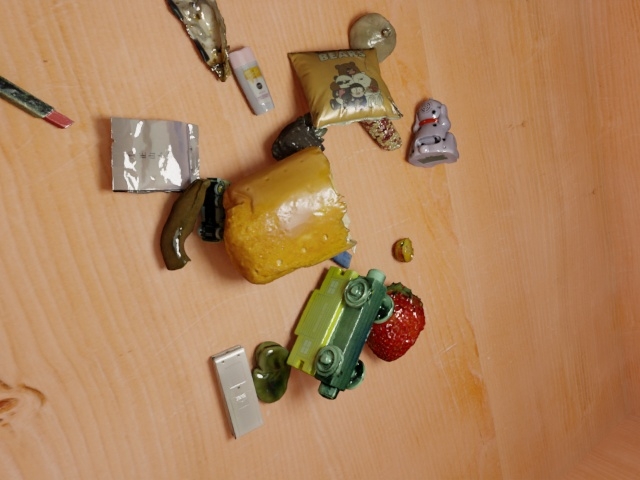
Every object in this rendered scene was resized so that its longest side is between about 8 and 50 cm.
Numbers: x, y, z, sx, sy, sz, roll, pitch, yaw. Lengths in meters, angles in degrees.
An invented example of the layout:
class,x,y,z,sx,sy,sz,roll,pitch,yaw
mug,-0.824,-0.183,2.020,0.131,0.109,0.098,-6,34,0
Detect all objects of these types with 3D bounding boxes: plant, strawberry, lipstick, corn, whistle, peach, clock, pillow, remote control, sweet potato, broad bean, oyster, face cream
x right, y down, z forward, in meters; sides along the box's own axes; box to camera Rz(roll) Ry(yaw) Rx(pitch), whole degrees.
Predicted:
class,x,y,z,sx,sy,sz,roll,pitch,yaw
plant,-0.063,-0.316,1.507,0.132,0.129,0.194,57,49,-23
strawberry,0.260,0.305,1.701,0.250,0.238,0.288,5,101,-27
lipstick,-0.758,-0.362,1.129,0.312,0.051,0.051,33,75,-31
corn,0.196,-0.433,1.682,0.290,0.098,0.098,48,70,-29
whistle,0.000,0.000,1.615,0.304,0.062,0.062,36,75,-29
peach,0.319,0.039,1.814,0.098,0.061,0.098,-3,94,-53
clock,0.430,-0.422,1.799,0.188,0.189,0.254,12,72,-32
pillow,0.080,-0.500,1.513,0.310,0.119,0.312,-11,67,-12
remote control,-0.265,0.481,1.497,0.103,0.055,0.277,-18,102,-29
sweet potato,-0.385,-0.049,1.343,0.286,0.112,0.085,-64,166,5
broad bean,-0.159,0.433,1.558,0.153,0.072,0.207,-15,112,-29
oyster,-0.344,-0.628,1.353,0.128,0.078,0.345,-25,110,-6
face cream,-0.210,-0.491,1.448,0.084,0.057,0.198,-34,111,-26

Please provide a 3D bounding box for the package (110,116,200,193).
class,x,y,z,sx,sy,sz,roll,pitch,yaw
package,-0.457,-0.232,1.309,0.250,0.062,0.204,-5,97,-40

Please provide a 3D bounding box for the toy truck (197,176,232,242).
class,x,y,z,sx,sy,sz,roll,pitch,yaw
toy truck,-0.302,-0.093,1.405,0.116,0.085,0.191,-15,106,-60

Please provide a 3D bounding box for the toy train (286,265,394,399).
class,x,y,z,sx,sy,sz,roll,pitch,yaw
toy train,0.059,0.285,1.547,0.179,0.272,0.442,38,70,-38

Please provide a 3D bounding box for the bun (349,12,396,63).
class,x,y,z,sx,sy,sz,roll,pitch,yaw
bun,0.195,-0.710,1.644,0.173,0.113,0.167,-23,106,-26

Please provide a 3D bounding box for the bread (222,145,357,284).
class,x,y,z,sx,sy,sz,roll,pitch,yaw
bread,-0.088,-0.038,1.371,0.394,0.250,0.361,-28,125,-13
